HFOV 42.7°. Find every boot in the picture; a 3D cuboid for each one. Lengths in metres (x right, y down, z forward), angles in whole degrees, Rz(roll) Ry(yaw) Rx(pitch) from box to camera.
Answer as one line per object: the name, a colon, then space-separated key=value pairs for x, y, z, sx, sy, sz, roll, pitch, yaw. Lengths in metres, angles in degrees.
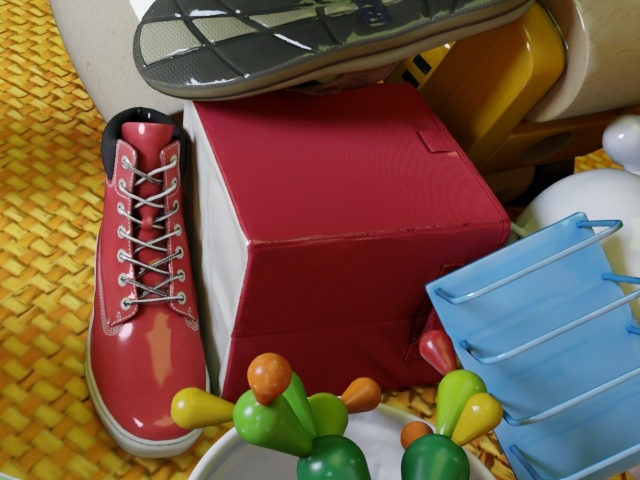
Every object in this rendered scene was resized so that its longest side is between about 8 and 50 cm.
boot: x=-0.126 y=0.017 z=0.595 sx=0.088 sy=0.176 sz=0.244 roll=-1 pitch=44 yaw=-20

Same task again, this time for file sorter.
file sorter: x=0.159 y=0.082 z=0.508 sx=0.118 sy=0.104 sz=0.170 roll=-26 pitch=90 yaw=1

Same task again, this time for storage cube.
storage cube: x=0.000 y=0.000 z=0.645 sx=0.193 sy=0.183 sz=0.215 roll=-5 pitch=44 yaw=-21

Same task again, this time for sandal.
sandal: x=0.012 y=-0.151 z=0.607 sx=0.303 sy=0.086 sz=0.120 roll=-10 pitch=60 yaw=-1

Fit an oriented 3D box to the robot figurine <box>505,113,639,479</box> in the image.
robot figurine: x=0.297 y=0.044 z=0.671 sx=0.354 sy=0.200 sz=0.299 roll=2 pitch=77 yaw=-14

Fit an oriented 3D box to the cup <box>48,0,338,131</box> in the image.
cup: x=-0.096 y=-0.189 z=0.768 sx=0.331 sy=0.331 sz=0.236 roll=0 pitch=67 yaw=-17

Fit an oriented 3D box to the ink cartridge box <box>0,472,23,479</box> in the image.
ink cartridge box: x=-0.203 y=0.173 z=0.446 sx=0.209 sy=0.109 sz=0.062 roll=17 pitch=40 yaw=3

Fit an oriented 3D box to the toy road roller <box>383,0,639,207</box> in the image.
toy road roller: x=0.163 y=-0.174 z=0.786 sx=0.203 sy=0.329 sz=0.240 roll=-12 pitch=70 yaw=-28

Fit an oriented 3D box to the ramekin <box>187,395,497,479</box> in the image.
ramekin: x=0.012 y=0.206 z=0.474 sx=0.207 sy=0.109 sz=0.207 roll=8 pitch=41 yaw=-7

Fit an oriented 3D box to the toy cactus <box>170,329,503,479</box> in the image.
toy cactus: x=0.027 y=0.131 z=0.415 sx=0.219 sy=0.112 sz=0.180 roll=-11 pitch=56 yaw=-40
